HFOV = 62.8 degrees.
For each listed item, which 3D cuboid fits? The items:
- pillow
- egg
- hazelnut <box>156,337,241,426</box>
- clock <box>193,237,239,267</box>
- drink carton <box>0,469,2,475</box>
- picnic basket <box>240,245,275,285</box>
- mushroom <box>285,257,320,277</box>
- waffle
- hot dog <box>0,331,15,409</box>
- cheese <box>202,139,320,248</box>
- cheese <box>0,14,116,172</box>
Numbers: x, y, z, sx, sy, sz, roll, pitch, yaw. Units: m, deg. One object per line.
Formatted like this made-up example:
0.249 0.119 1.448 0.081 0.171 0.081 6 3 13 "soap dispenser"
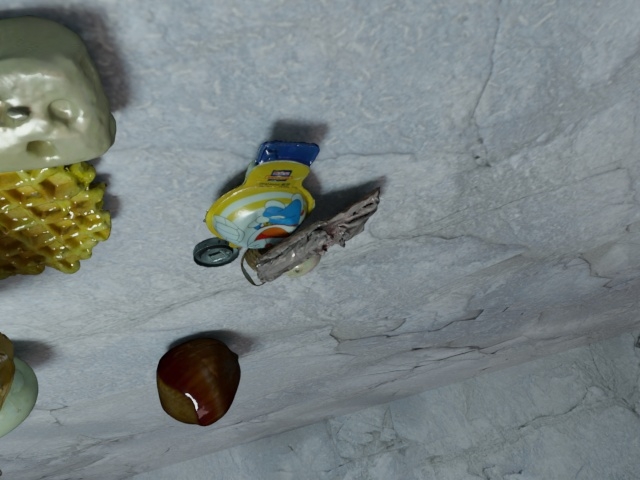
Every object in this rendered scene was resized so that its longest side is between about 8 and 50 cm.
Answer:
0.000 0.000 0.896 0.249 0.049 0.135 -30 169 -14 "pillow"
-0.703 0.322 1.064 0.253 0.186 0.186 -19 151 6 "egg"
-0.299 0.344 1.304 0.230 0.229 0.229 -12 151 -7 "hazelnut"
-0.191 0.023 0.959 0.085 0.017 0.085 -11 151 -6 "clock"
-0.892 0.481 1.251 0.191 0.189 0.185 -22 151 13 "drink carton"
-0.115 0.043 0.976 0.072 0.072 0.083 14 129 -41 "picnic basket"
-0.039 0.032 0.996 0.084 0.067 0.083 -26 -175 3 "mushroom"
-0.449 -0.028 0.708 0.312 0.060 0.307 0 147 -28 "waffle"
-0.587 0.154 0.642 0.366 0.367 0.196 23 91 -37 "hot dog"
-0.084 -0.062 0.808 0.177 0.069 0.270 -2 148 -25 "cheese"
-0.354 -0.132 0.528 0.263 0.093 0.159 -10 145 -12 "cheese"
